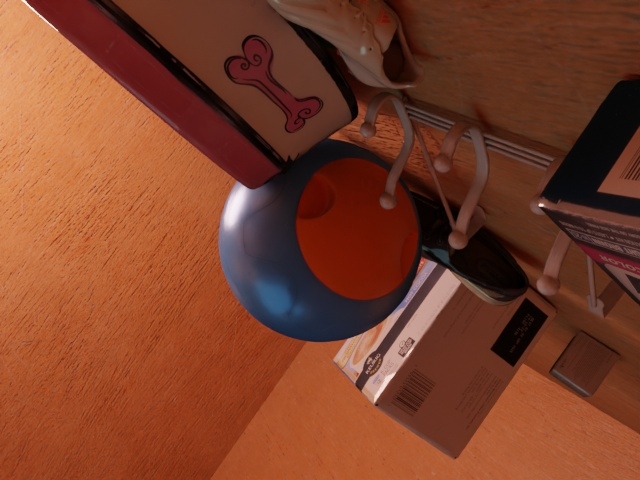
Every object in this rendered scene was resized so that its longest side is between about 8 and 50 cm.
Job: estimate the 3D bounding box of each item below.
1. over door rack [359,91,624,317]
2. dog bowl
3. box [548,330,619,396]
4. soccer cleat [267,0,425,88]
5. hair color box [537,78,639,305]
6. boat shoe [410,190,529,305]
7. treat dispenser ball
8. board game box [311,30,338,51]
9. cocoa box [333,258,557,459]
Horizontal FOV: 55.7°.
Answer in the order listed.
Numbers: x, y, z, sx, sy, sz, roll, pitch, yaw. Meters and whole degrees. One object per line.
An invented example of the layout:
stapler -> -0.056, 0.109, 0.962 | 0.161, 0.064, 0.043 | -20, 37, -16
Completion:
over door rack -> 0.197, -0.018, 0.688 | 0.239, 0.108, 0.324 | 34, 177, 41
dog bowl -> -0.157, -0.219, 0.676 | 0.408, 0.150, 0.408 | 41, -178, -1
box -> 0.527, 0.250, 1.215 | 0.087, 0.102, 0.101 | 36, 177, 22
soccer cleat -> 0.021, -0.186, 0.489 | 0.076, 0.068, 0.196 | 26, 179, 39
hair color box -> 0.318, 0.047, 0.379 | 0.347, 0.105, 0.174 | 36, 177, -24
boat shoe -> 0.209, -0.002, 0.963 | 0.285, 0.103, 0.092 | 38, 165, 6
treat dispenser ball -> 0.000, 0.000, 0.864 | 0.288, 0.288, 0.288 | 35, 177, 2
board game box -> -0.059, -0.257, 0.531 | 0.124, 0.039, 0.259 | 35, 180, 37
cocoa box -> 0.237, 0.193, 1.202 | 0.231, 0.347, 0.228 | 37, 177, -22
